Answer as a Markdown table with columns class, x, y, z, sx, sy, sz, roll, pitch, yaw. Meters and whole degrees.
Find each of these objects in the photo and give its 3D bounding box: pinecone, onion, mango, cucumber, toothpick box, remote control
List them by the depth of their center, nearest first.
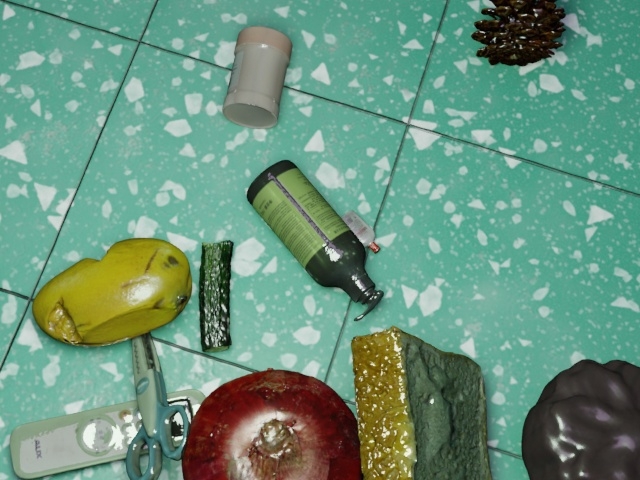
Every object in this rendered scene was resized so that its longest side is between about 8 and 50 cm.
| class | x | y | z | sx | sy | sz | roll | pitch | yaw |
| --- | --- | --- | --- | --- | --- | --- | --- | --- | --- |
| onion | -0.066 | 0.324 | 1.684 | 0.276 | 0.276 | 0.276 | 1 | 70 | -2 |
| remote control | -0.323 | 0.301 | 1.792 | 0.309 | 0.038 | 0.090 | -10 | 71 | -7 |
| mango | -0.328 | 0.083 | 1.818 | 0.261 | 0.130 | 0.167 | -22 | 44 | -2 |
| cucumber | -0.171 | 0.090 | 1.866 | 0.058 | 0.058 | 0.187 | 0 | 69 | -3 |
| toothpick box | -0.108 | -0.278 | 1.978 | 0.098 | 0.098 | 0.149 | 10 | 70 | 1 |
| pinecone | 0.348 | -0.392 | 2.006 | 0.162 | 0.163 | 0.165 | 8 | 83 | 0 |

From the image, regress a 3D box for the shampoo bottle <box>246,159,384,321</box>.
| class | x | y | z | sx | sy | sz | roll | pitch | yaw |
| --- | --- | --- | --- | --- | --- | --- | --- | --- | --- |
| shampoo bottle | 0.000 | 0.000 | 1.882 | 0.101 | 0.101 | 0.284 | -37 | 76 | -14 |

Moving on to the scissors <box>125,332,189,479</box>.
| class | x | y | z | sx | sy | sz | roll | pitch | yaw |
| --- | --- | --- | --- | --- | --- | --- | --- | --- | --- |
| scissors | -0.259 | 0.236 | 1.761 | 0.138 | 0.041 | 0.289 | -44 | 39 | 23 |

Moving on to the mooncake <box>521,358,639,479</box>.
| class | x | y | z | sx | sy | sz | roll | pitch | yaw |
| --- | --- | --- | --- | --- | --- | --- | --- | --- | --- |
| mooncake | 0.451 | 0.311 | 1.745 | 0.283 | 0.141 | 0.283 | 7 | 55 | -11 |

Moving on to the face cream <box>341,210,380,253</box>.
| class | x | y | z | sx | sy | sz | roll | pitch | yaw |
| --- | --- | --- | --- | --- | --- | --- | --- | --- | --- |
| face cream | 0.067 | -0.011 | 1.932 | 0.040 | 0.021 | 0.083 | -41 | 77 | -15 |

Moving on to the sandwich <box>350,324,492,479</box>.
| class | x | y | z | sx | sy | sz | roll | pitch | yaw |
| --- | --- | --- | --- | --- | --- | --- | --- | --- | --- |
| sandwich | 0.159 | 0.301 | 1.708 | 0.099 | 0.271 | 0.301 | -19 | 65 | 37 |
